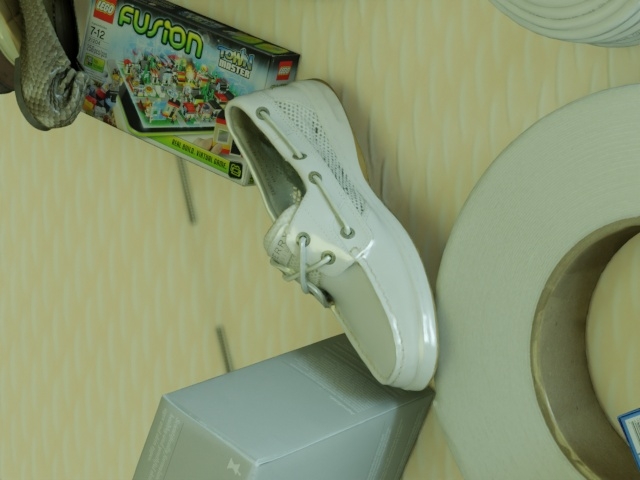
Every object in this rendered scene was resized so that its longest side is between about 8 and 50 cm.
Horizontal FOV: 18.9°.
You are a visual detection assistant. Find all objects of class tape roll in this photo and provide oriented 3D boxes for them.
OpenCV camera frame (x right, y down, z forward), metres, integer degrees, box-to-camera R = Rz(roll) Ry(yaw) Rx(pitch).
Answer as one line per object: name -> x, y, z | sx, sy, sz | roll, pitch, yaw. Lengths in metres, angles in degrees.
tape roll -> 0.250, 0.082, 1.324 | 0.392, 0.072, 0.392 | 6, 100, 36

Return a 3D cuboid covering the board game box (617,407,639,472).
board game box -> 0.300, 0.183, 1.224 | 0.160, 0.047, 0.210 | -25, 81, 37

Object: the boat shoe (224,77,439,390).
boat shoe -> 0.000, 0.000, 1.455 | 0.277, 0.096, 0.098 | 64, 147, 29

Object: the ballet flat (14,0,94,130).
ballet flat -> -0.231, -0.213, 1.631 | 0.058, 0.084, 0.250 | -20, 67, 29

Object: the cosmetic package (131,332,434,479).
cosmetic package -> -0.030, 0.164, 1.446 | 0.107, 0.238, 0.127 | 34, 115, 29

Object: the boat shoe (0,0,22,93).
boat shoe -> -0.321, -0.261, 1.703 | 0.092, 0.103, 0.285 | -33, 82, 31

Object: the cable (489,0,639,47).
cable -> 0.179, -0.254, 1.284 | 0.257, 0.089, 0.257 | 49, 137, 34

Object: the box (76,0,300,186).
box -> -0.116, -0.132, 1.600 | 0.207, 0.036, 0.114 | 25, 110, 33
